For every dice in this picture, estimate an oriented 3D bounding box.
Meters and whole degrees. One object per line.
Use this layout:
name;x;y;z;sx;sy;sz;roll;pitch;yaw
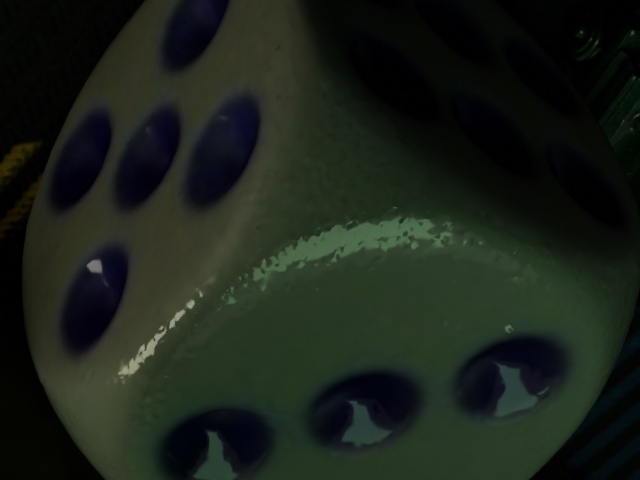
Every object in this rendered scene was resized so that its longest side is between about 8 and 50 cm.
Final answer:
dice;0.000;0.000;1.173;0.277;0.304;0.304;26;122;-27

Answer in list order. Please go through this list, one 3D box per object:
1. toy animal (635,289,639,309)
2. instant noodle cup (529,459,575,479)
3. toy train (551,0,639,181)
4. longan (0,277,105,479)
toy animal;0.141;0.055;1.366;0.179;0.188;0.089;-25;107;-20
instant noodle cup;0.114;0.299;1.522;0.217;0.217;0.207;27;128;-28
toy train;0.187;-0.078;1.266;0.071;0.111;0.170;15;127;-26
longan;-0.292;0.201;1.249;0.391;0.391;0.391;-4;131;-5
